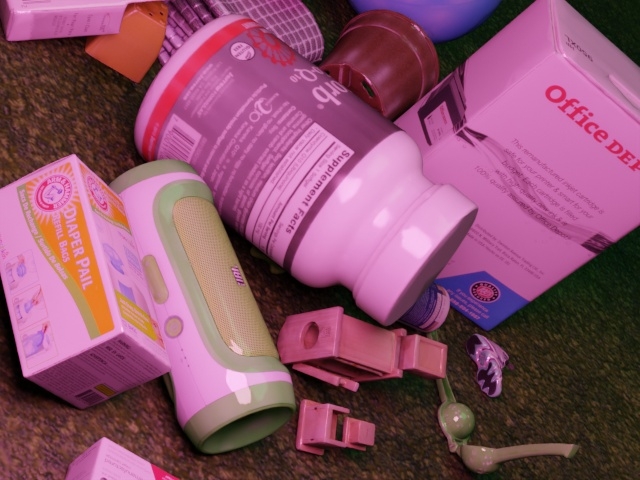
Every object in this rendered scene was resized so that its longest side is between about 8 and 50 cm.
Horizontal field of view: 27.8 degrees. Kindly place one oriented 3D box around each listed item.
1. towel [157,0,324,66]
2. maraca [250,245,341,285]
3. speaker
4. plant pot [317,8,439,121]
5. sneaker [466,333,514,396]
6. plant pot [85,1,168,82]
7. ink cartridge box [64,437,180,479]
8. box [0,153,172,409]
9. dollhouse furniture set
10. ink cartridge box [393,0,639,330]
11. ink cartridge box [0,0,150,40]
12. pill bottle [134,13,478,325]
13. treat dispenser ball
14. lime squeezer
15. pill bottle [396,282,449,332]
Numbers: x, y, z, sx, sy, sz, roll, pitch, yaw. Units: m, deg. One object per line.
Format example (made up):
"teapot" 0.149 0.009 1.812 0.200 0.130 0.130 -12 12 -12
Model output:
"towel" -0.142 -0.322 1.730 0.283 0.121 0.235 51 31 2
"maraca" 0.000 0.000 1.603 0.186 0.099 0.127 2 48 -18
"speaker" -0.130 0.066 1.344 0.131 0.131 0.296 3 54 -49
"plant pot" 0.065 -0.226 1.864 0.167 0.167 0.165 47 40 -5
"sneaker" 0.243 0.175 1.769 0.069 0.038 0.098 19 44 -39
"plant pot" -0.231 -0.263 1.595 0.081 0.083 0.081 30 37 -29
"ink cartridge box" -0.178 0.267 1.135 0.109 0.063 0.150 35 35 -23
"box" -0.232 0.039 1.231 0.114 0.103 0.203 52 16 -60
"dollhouse furniture set" 0.044 0.182 1.502 0.182 0.101 0.161 22 66 -38
"ink cartridge box" 0.266 -0.097 1.741 0.285 0.395 0.166 35 35 -23
"ink cartridge box" -0.280 -0.386 1.560 0.261 0.066 0.296 -9 66 -24
"pill bottle" -0.015 -0.077 1.471 0.363 0.210 0.210 38 30 12
"treat dispenser ball" 0.171 -0.462 2.100 0.288 0.288 0.288 31 37 -27
"lime squeezer" 0.191 0.221 1.610 0.059 0.110 0.310 2 23 -31
"pill bottle" 0.105 0.072 1.679 0.120 0.067 0.067 24 40 -35
